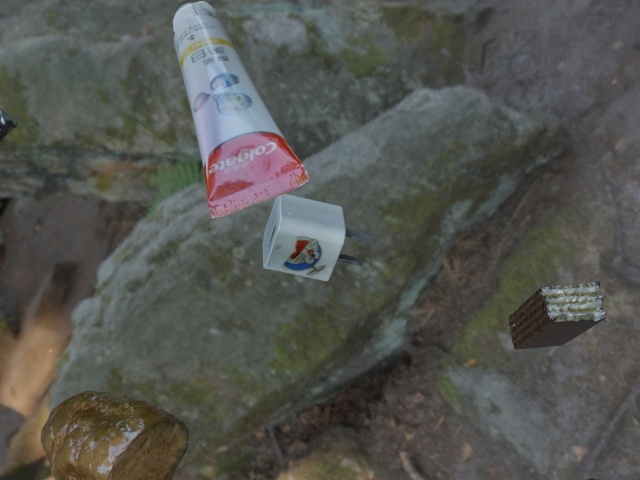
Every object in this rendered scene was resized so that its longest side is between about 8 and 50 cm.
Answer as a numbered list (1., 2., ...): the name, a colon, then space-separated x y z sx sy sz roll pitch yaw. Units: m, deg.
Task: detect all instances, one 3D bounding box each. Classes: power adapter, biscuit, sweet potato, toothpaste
1. power adapter: 0.000 0.000 1.699 0.125 0.204 0.130 -96 21 -54
2. biscuit: 0.426 0.140 1.570 0.252 0.106 0.070 99 166 -71
3. sweet potato: -0.191 0.179 0.745 0.251 0.097 0.097 -14 47 57
4. toothpaste: -0.052 -0.077 0.453 0.048 0.031 0.190 -20 42 -3

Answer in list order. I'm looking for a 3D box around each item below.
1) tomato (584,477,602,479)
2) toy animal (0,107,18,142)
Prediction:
1. tomato: 0.453 0.437 1.416 0.075 0.087 0.087 -32 20 -23
2. toy animal: -0.516 -0.154 0.967 0.168 0.343 0.106 -50 63 19
